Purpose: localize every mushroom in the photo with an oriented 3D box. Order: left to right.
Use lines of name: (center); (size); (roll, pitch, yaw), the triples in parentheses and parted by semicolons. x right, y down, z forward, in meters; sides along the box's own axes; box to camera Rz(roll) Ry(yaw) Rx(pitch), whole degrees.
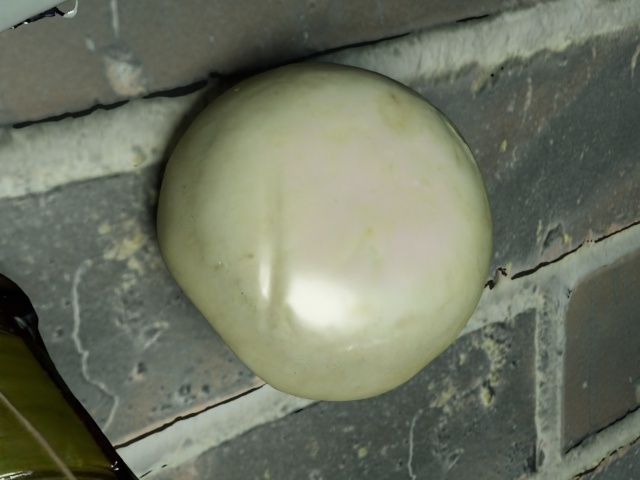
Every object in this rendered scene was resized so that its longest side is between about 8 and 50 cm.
mushroom: (0.000, 0.000, 0.881); (0.246, 0.202, 0.246); (11, 59, -19)

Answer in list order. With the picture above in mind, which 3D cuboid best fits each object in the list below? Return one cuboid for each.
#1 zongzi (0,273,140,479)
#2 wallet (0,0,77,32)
zongzi: (-0.244, 0.137, 0.614); (0.317, 0.289, 0.154); (5, 116, -42)
wallet: (-0.253, -0.160, 0.657); (0.231, 0.069, 0.170); (-35, 108, -36)
